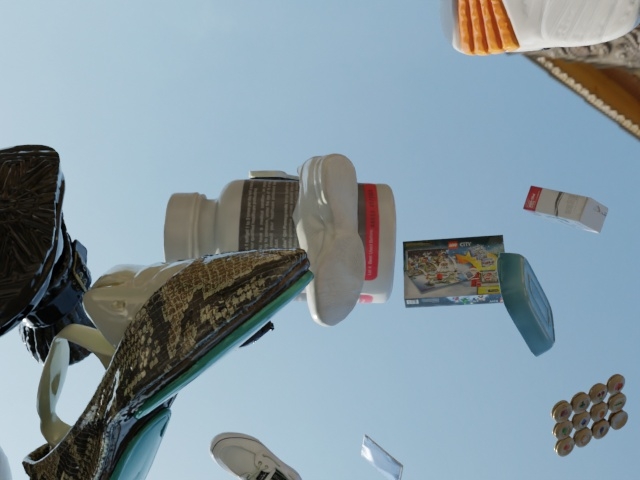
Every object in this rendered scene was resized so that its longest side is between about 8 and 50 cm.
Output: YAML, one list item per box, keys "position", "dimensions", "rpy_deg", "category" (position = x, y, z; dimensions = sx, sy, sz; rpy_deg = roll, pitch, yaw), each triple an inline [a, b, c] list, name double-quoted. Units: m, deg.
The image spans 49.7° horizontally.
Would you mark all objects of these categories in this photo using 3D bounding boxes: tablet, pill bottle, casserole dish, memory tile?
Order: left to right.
- position: [-0.056, 0.000, 1.001]
  dimensions: [0.318, 0.176, 0.176]
  rpy_deg: [2, -121, -1]
  category: "pill bottle"
- position: [0.099, 0.355, 1.115]
  dimensions: [0.006, 0.054, 0.083]
  rpy_deg: [-26, -136, -36]
  category: "tablet"
- position: [0.320, 0.096, 1.060]
  dimensions: [0.037, 0.188, 0.114]
  rpy_deg: [-18, -143, 27]
  category: "casserole dish"
- position: [0.441, 0.287, 1.127]
  dimensions: [0.148, 0.113, 0.012]
  rpy_deg: [-21, -153, -16]
  category: "memory tile"

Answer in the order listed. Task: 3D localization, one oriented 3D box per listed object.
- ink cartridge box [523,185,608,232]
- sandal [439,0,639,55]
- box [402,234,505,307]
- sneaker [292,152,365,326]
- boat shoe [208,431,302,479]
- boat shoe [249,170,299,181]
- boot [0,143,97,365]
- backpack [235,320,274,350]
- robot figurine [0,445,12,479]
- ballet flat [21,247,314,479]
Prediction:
- position: [0.510, -0.065, 1.438]
  dimensions: [0.135, 0.099, 0.056]
  rpy_deg: [21, -88, 49]
  category: "ink cartridge box"
- position: [0.201, -0.215, 0.620]
  dimensions: [0.076, 0.102, 0.265]
  rpy_deg: [-9, -157, -24]
  category: "sandal"
- position: [0.306, 0.070, 1.574]
  dimensions: [0.233, 0.044, 0.159]
  rpy_deg: [-4, -126, 11]
  category: "box"
- position: [0.000, 0.000, 0.873]
  dimensions: [0.094, 0.080, 0.212]
  rpy_deg: [0, -92, 49]
  category: "sneaker"
- position: [-0.115, 0.450, 1.358]
  dimensions: [0.083, 0.226, 0.076]
  rpy_deg: [-57, -156, 0]
  category: "boat shoe"
- position: [-0.076, -0.094, 1.384]
  dimensions: [0.084, 0.233, 0.079]
  rpy_deg: [-4, -91, 22]
  category: "boat shoe"
- position: [-0.349, 0.069, 0.819]
  dimensions: [0.131, 0.260, 0.348]
  rpy_deg: [0, -147, -5]
  category: "boot"
- position: [-0.184, 0.192, 1.562]
  dimensions: [0.114, 0.084, 0.105]
  rpy_deg: [-34, -89, -35]
  category: "backpack"
- position: [-0.518, 0.315, 0.824]
  dimensions: [0.278, 0.173, 0.209]
  rpy_deg: [-5, -88, -11]
  category: "robot figurine"
- position: [-0.207, 0.142, 0.741]
  dimensions: [0.182, 0.164, 0.483]
  rpy_deg: [42, -63, 7]
  category: "ballet flat"
